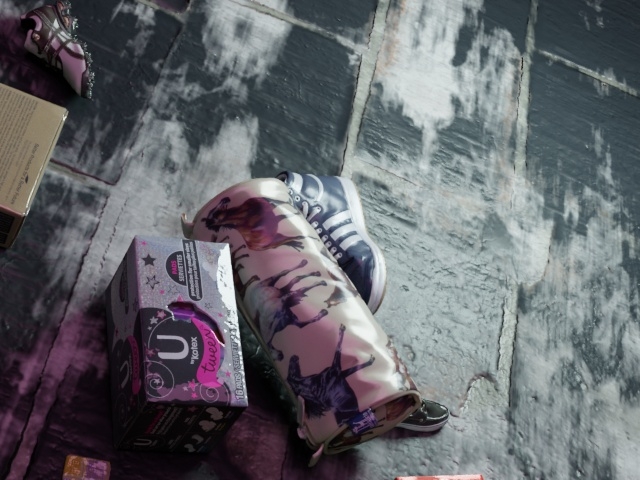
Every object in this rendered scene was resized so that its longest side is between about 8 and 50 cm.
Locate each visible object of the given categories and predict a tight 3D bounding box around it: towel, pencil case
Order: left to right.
[{"bbox_3d":[-0.299,0.311,1.670,0.060,0.009,0.083,18,45,-16],"label":"towel"},{"bbox_3d":[-0.034,0.105,1.866,0.183,0.160,0.410,-24,73,-30],"label":"pencil case"}]

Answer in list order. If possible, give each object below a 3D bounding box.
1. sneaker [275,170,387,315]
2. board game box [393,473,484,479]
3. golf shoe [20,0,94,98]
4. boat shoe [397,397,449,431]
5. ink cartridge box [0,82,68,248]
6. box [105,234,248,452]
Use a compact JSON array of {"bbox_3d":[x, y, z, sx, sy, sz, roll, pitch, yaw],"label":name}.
[{"bbox_3d":[0.000,0.000,2.047,0.153,0.099,0.282,11,41,-28],"label":"sneaker"},{"bbox_3d":[0.183,0.420,1.824,0.146,0.045,0.193,3,51,-28],"label":"board game box"},{"bbox_3d":[-0.420,-0.295,2.100,0.094,0.077,0.198,-14,55,-21],"label":"golf shoe"},{"bbox_3d":[0.134,0.252,1.947,0.142,0.040,0.049,5,50,-26],"label":"boat shoe"},{"bbox_3d":[-0.491,-0.124,1.886,0.193,0.088,0.235,23,44,-12],"label":"ink cartridge box"},{"bbox_3d":[-0.198,0.138,1.752,0.142,0.163,0.247,5,57,-23],"label":"box"}]
